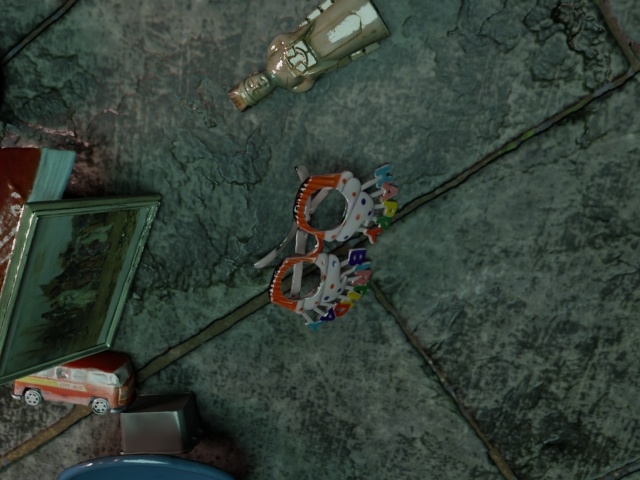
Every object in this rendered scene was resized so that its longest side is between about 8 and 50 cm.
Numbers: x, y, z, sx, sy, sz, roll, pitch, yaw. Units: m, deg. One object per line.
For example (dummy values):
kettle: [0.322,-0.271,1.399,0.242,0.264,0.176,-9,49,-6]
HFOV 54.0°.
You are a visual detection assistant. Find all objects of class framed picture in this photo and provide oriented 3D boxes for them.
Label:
framed picture: [-0.322,0.064,0.826,0.017,0.217,0.274,33,113,23]

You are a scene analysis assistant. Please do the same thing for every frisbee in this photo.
frisbee: [-0.255,0.376,0.968,0.290,0.049,0.289,-1,139,-1]

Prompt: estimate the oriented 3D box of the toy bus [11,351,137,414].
toy bus: [-0.365,0.205,0.945,0.174,0.079,0.077,7,105,2]

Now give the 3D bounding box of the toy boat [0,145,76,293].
toy boat: [-0.392,0.026,0.817,0.133,0.145,0.331,12,112,-37]

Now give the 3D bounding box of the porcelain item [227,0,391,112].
porcelain item: [-0.024,-0.225,0.769,0.213,0.054,0.084,-29,103,15]

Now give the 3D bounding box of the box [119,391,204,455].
box: [-0.245,0.278,0.959,0.123,0.084,0.069,-5,99,7]

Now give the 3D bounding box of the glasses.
glasses: [0.008,0.004,0.849,0.162,0.095,0.255,10,112,-28]
